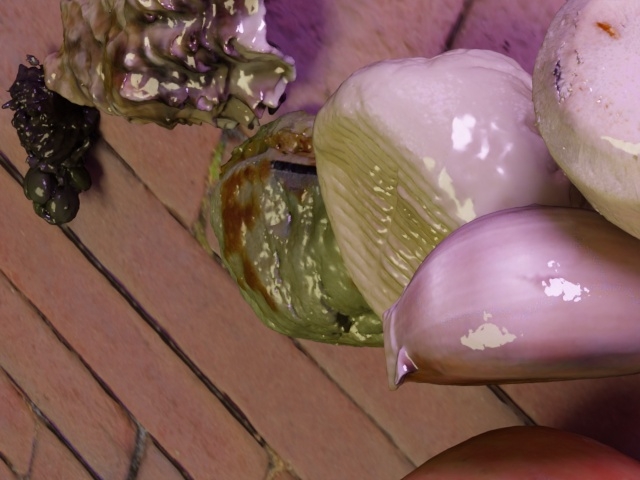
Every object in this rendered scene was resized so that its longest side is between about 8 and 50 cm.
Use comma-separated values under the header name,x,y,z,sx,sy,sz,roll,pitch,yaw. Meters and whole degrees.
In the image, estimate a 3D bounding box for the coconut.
name,x,y,z,sx,sy,sz,roll,pitch,yaw
coconut,0.207,-0.074,1.015,0.171,0.171,0.183,38,-179,28

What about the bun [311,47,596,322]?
name,x,y,z,sx,sy,sz,roll,pitch,yaw
bun,0.102,-0.027,1.209,0.229,0.145,0.229,46,153,31

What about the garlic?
name,x,y,z,sx,sy,sz,roll,pitch,yaw
garlic,0.172,0.046,1.083,0.148,0.266,0.129,-75,-8,-84

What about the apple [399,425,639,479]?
name,x,y,z,sx,sy,sz,roll,pitch,yaw
apple,0.136,0.322,1.216,0.346,0.391,0.391,43,145,23

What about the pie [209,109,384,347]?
name,x,y,z,sx,sy,sz,roll,pitch,yaw
pie,0.000,0.000,1.413,0.248,0.090,0.201,-2,111,49

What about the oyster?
name,x,y,z,sx,sy,sz,roll,pitch,yaw
oyster,-0.132,-0.180,1.411,0.351,0.114,0.238,-19,99,60

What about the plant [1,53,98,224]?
name,x,y,z,sx,sy,sz,roll,pitch,yaw
plant,-0.249,-0.088,1.691,0.085,0.087,0.174,-115,21,-55
